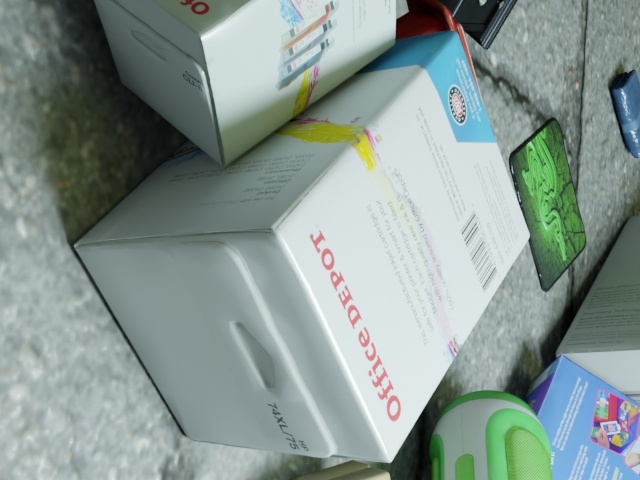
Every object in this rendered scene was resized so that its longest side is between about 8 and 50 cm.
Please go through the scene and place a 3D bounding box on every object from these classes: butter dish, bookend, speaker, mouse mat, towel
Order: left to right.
[{"bbox_3d":[0.080,-0.142,0.973,0.160,0.118,0.160,-117,-172,-70],"label":"butter dish"},{"bbox_3d":[0.138,-0.277,1.027,0.157,0.072,0.156,-9,139,-44],"label":"bookend"},{"bbox_3d":[0.162,0.272,0.946,0.296,0.131,0.131,-80,148,-59],"label":"speaker"},{"bbox_3d":[0.295,-0.047,1.315,0.152,0.007,0.190,-38,116,-46],"label":"mouse mat"},{"bbox_3d":[0.458,-0.186,1.512,0.067,0.029,0.119,-48,124,-42],"label":"towel"}]

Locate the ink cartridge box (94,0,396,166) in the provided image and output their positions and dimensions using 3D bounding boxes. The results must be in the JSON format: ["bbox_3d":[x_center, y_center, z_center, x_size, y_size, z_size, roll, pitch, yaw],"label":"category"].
[{"bbox_3d":[-0.051,-0.168,0.722,0.176,0.128,0.127,-38,150,-23],"label":"ink cartridge box"}]

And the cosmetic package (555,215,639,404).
[{"bbox_3d":[0.463,0.123,1.377,0.365,0.155,0.197,-45,119,-49],"label":"cosmetic package"}]

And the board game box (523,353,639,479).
[{"bbox_3d":[0.291,0.326,1.119,0.233,0.078,0.347,32,52,3],"label":"board game box"}]

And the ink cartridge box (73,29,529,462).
[{"bbox_3d":[0.000,0.000,0.785,0.270,0.197,0.198,-50,125,-41],"label":"ink cartridge box"}]

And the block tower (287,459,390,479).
[{"bbox_3d":[0.032,0.368,0.867,0.097,0.091,0.336,-10,94,-30],"label":"block tower"}]
